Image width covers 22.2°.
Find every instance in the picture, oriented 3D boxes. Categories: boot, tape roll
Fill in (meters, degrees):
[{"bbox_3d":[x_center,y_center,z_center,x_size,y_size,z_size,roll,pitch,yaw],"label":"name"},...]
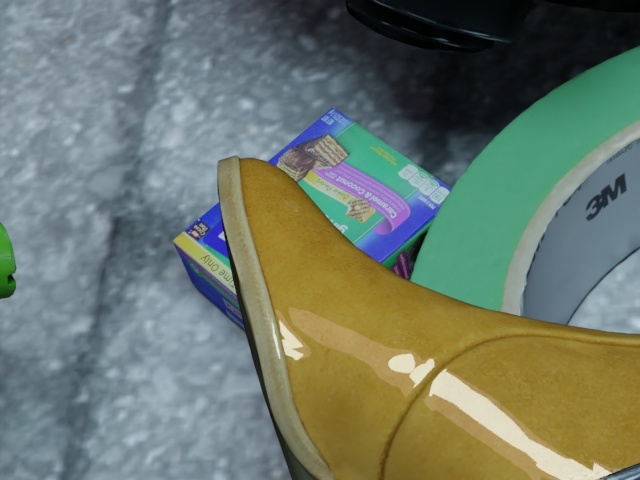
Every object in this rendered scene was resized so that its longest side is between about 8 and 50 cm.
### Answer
[{"bbox_3d":[0.094,0.058,0.574,0.211,0.104,0.295,-20,55,-6],"label":"boot"},{"bbox_3d":[0.195,0.046,0.658,0.321,0.077,0.321,-9,51,11],"label":"tape roll"}]

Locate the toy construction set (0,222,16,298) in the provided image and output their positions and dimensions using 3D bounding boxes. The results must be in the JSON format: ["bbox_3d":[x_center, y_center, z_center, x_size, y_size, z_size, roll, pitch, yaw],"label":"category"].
[{"bbox_3d":[-0.262,0.060,0.731,0.237,0.257,0.309,-20,24,-23],"label":"toy construction set"}]

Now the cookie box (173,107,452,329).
[{"bbox_3d":[0.000,0.000,0.776,0.107,0.040,0.092,-41,53,-16],"label":"cookie box"}]

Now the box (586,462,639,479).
[{"bbox_3d":[0.209,0.164,0.398,0.295,0.073,0.293,-10,68,-40],"label":"box"}]

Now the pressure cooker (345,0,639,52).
[{"bbox_3d":[0.104,-0.298,0.751,0.370,0.420,0.375,-19,51,-42],"label":"pressure cooker"}]
